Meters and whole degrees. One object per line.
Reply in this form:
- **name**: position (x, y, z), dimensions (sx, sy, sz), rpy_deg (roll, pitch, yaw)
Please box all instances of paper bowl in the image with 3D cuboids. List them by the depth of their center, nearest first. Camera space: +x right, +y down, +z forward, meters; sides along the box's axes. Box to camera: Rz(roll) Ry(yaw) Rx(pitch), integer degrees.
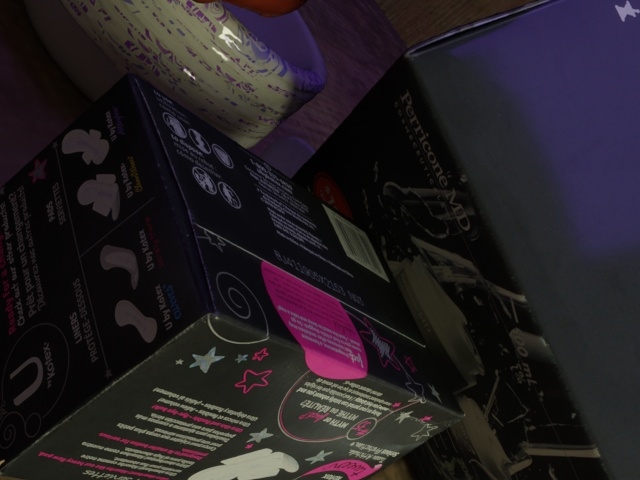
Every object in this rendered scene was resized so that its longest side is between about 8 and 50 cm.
- **paper bowl**: position (-0.136, -0.200, 0.734), dimensions (0.284, 0.148, 0.284), rpy_deg (45, 21, -23)

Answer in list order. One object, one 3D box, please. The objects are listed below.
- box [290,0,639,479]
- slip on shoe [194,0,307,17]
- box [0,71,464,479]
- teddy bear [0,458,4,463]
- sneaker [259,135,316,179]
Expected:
- **box**: position (0.149, 0.040, 0.644), dimensions (0.343, 0.179, 0.312), rpy_deg (64, -20, 4)
- **slip on shoe**: position (-0.036, -0.206, 0.584), dimensions (0.101, 0.123, 0.331), rpy_deg (52, 13, -17)
- **box**: position (-0.056, 0.050, 0.499), dimensions (0.247, 0.142, 0.163), rpy_deg (32, 27, -51)
- **teddy bear**: position (-0.181, 0.127, 0.141), dimensions (0.245, 0.113, 0.338), rpy_deg (22, 36, -31)
- **sneaker**: position (0.000, 0.000, 0.849), dimensions (0.212, 0.080, 0.094), rpy_deg (67, 10, 16)
